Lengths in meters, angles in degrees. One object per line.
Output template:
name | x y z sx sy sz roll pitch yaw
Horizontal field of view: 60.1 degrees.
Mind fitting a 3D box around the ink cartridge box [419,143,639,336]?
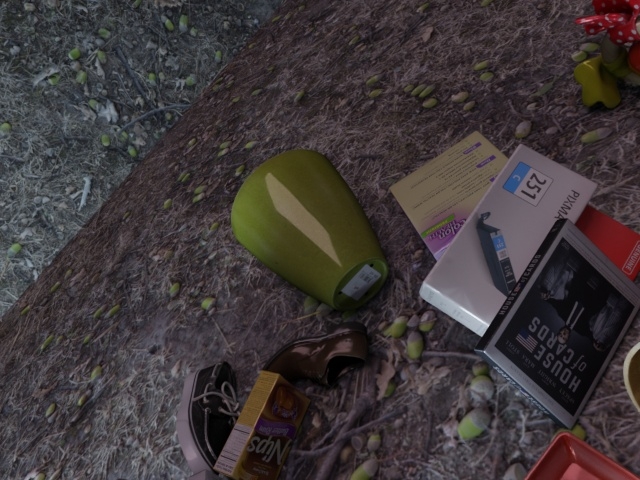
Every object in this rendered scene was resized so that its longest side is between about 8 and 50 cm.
ink cartridge box | 0.340 0.032 0.842 0.261 0.066 0.296 34 73 14

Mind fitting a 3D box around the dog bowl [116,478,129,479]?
dog bowl | -0.239 0.513 0.765 0.102 0.349 0.349 0 37 -12

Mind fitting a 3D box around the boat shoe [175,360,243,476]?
boat shoe | -0.199 0.332 1.061 0.105 0.113 0.306 -30 15 -1

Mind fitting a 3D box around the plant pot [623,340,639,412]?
plant pot | 0.520 0.118 0.614 0.254 0.237 0.237 -37 33 -24

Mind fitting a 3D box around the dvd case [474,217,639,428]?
dvd case | 0.345 0.115 0.785 0.239 0.179 0.029 -52 11 -16

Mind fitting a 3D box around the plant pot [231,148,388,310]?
plant pot | 0.000 0.000 1.154 0.275 0.275 0.293 -41 52 -2

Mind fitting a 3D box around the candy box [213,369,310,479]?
candy box | -0.098 0.341 0.981 0.053 0.109 0.187 0 53 41

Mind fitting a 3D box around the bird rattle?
bird rattle | 0.590 -0.367 1.030 0.207 0.253 0.143 28 71 26

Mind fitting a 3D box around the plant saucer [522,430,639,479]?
plant saucer | 0.315 0.393 0.622 0.259 0.048 0.258 -47 37 -11

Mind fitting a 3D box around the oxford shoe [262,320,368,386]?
oxford shoe | -0.014 0.235 1.044 0.227 0.083 0.096 -27 43 19

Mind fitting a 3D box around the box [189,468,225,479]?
box | -0.147 0.472 0.856 0.038 0.145 0.186 -30 37 14

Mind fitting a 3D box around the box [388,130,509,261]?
box | 0.283 -0.063 1.066 0.213 0.117 0.243 -33 36 8
